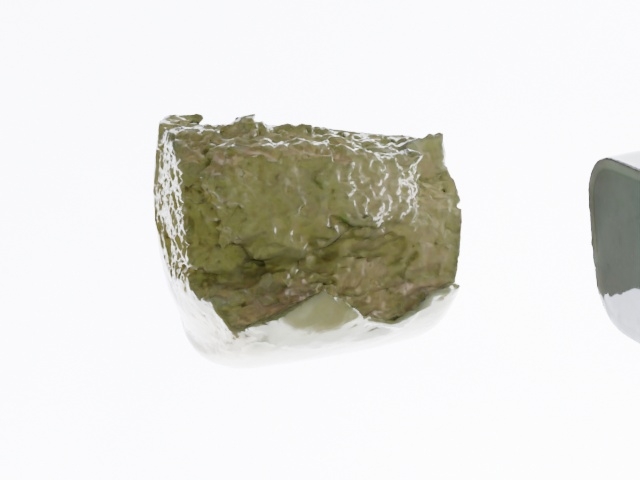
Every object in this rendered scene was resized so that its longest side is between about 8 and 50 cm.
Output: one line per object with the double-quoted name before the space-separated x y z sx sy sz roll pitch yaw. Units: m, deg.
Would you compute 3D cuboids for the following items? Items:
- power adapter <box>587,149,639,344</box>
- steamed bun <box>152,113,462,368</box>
"power adapter" 0.320 -0.008 1.252 0.255 0.124 0.187 -12 -162 -15
"steamed bun" 0.000 0.000 1.494 0.225 0.200 0.170 -8 -154 -16
